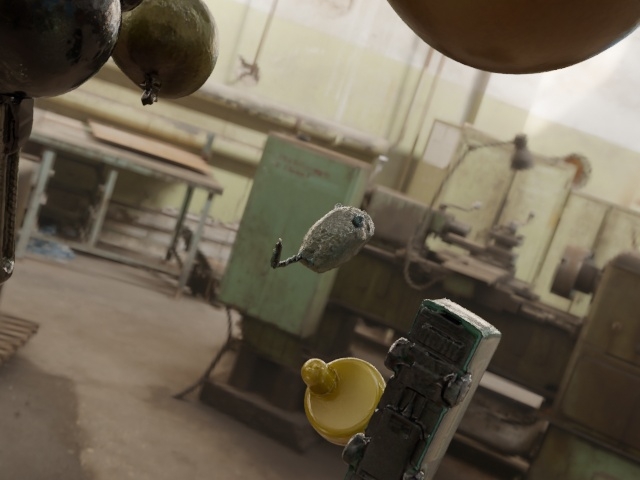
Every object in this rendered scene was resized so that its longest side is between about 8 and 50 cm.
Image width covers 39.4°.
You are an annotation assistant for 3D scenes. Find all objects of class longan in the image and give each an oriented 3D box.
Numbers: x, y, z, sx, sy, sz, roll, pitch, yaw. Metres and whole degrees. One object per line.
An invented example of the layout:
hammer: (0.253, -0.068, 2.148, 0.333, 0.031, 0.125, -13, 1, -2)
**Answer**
longan: (-0.208, -0.254, 1.170, 0.154, 0.176, 0.145, 25, -30, -26)

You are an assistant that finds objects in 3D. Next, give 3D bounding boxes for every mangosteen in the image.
mangosteen: (-0.296, -0.257, 0.913, 0.242, 0.243, 0.243, 18, 8, -3)

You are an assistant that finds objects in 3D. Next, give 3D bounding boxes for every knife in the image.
knife: (-0.384, -0.080, 1.112, 0.043, 0.365, 0.089, 25, 36, 10)

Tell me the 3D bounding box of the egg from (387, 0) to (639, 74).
egg: (0.153, -0.292, 0.667, 0.282, 0.352, 0.283, 8, -20, 3)

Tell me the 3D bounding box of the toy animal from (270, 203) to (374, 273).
toy animal: (-0.007, 0.007, 1.191, 0.070, 0.079, 0.253, 10, 17, 33)

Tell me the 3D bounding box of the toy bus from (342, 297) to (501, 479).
toy bus: (0.102, 0.187, 0.952, 0.091, 0.262, 0.109, 32, 18, 26)

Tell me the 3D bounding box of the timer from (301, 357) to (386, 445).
timer: (0.029, 0.191, 1.086, 0.107, 0.107, 0.109, 24, -20, 31)
